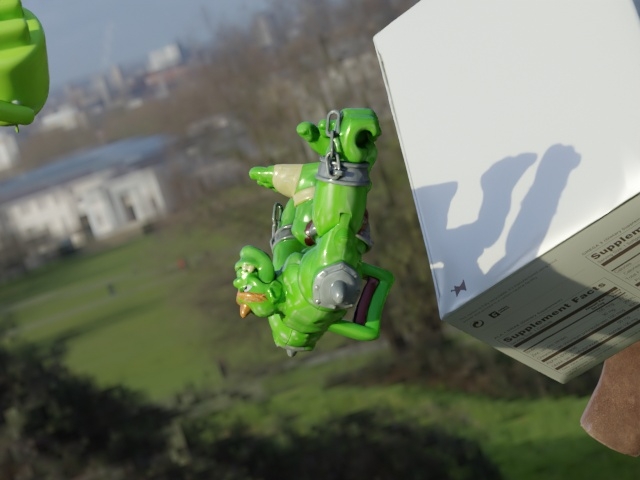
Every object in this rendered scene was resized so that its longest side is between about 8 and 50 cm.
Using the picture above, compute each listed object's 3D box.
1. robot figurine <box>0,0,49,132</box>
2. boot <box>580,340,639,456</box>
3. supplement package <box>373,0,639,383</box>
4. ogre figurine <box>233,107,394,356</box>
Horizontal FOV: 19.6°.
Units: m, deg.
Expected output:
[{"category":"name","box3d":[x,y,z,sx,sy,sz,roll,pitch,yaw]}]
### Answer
[{"category":"robot figurine","box3d":[-0.240,-0.133,1.400,0.067,0.101,0.115,-14,-32,-13]},{"category":"boot","box3d":[0.341,0.101,1.450,0.248,0.206,0.090,19,28,15]},{"category":"supplement package","box3d":[0.177,-0.074,1.283,0.204,0.262,0.145,-35,-42,29]},{"category":"ogre figurine","box3d":[0.000,0.000,1.148,0.097,0.118,0.197,14,-21,-29]}]
